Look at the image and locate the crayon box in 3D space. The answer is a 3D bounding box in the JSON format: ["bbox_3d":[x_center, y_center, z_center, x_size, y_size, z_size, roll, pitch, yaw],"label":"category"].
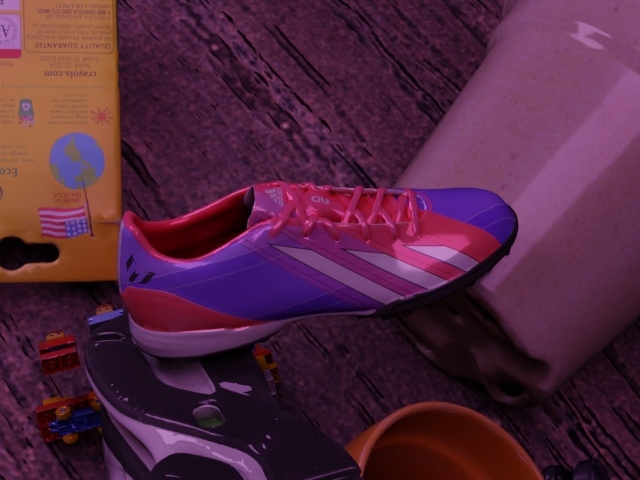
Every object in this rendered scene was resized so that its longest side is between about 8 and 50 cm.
[{"bbox_3d":[-0.286,-0.116,1.447,0.202,0.081,0.318,0,85,-14],"label":"crayon box"}]

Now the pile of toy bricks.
[{"bbox_3d":[-0.151,0.097,1.402,0.212,0.118,0.105,-14,26,-8],"label":"pile of toy bricks"}]

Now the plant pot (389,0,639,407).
[{"bbox_3d":[0.208,-0.029,1.440,0.334,0.334,0.305,40,71,11],"label":"plant pot"}]

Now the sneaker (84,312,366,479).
[{"bbox_3d":[-0.062,0.259,1.195,0.169,0.257,0.447,-11,31,-14],"label":"sneaker"}]

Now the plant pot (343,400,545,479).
[{"bbox_3d":[0.059,0.255,1.277,0.205,0.188,0.205,18,56,-29],"label":"plant pot"}]

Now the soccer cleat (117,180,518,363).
[{"bbox_3d":[0.000,0.000,1.234,0.318,0.116,0.108,-14,32,-6],"label":"soccer cleat"}]

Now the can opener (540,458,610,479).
[{"bbox_3d":[0.219,0.284,1.393,0.059,0.073,0.186,9,68,-17],"label":"can opener"}]
